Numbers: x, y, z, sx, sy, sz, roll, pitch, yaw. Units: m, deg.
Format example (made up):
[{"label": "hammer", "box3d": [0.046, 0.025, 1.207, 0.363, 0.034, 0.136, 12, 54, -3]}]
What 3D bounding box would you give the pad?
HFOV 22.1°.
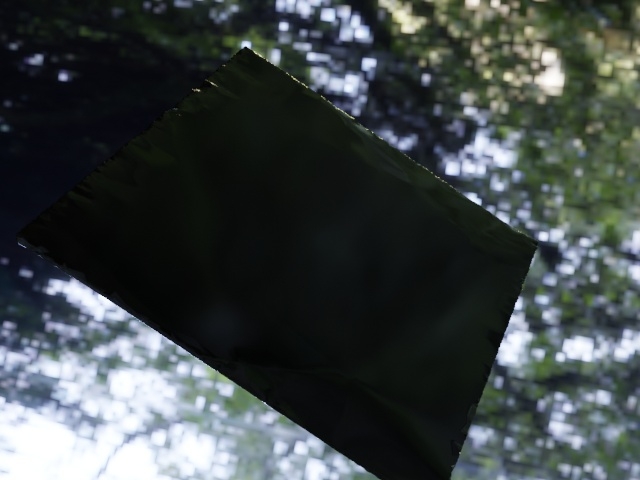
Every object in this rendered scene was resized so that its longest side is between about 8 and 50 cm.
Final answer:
[{"label": "pad", "box3d": [0.000, 0.000, 0.958, 0.007, 0.247, 0.367, -57, -1, 26]}]
